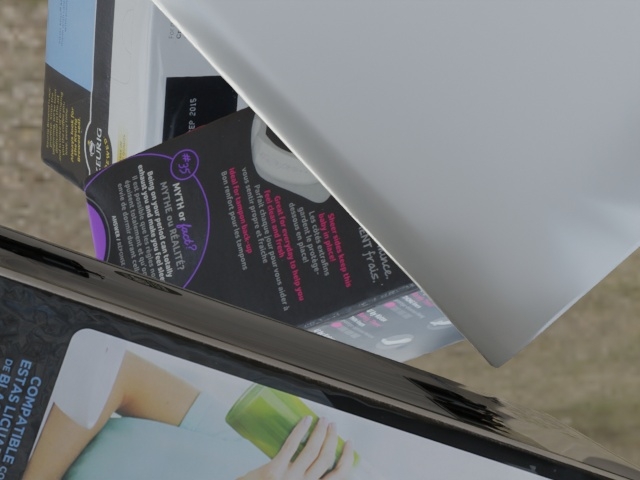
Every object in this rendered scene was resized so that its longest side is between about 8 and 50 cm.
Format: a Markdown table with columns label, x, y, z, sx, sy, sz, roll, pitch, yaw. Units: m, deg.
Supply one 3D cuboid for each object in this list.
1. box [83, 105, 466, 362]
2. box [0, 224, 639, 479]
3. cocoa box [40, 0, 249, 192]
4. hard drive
| label | x | y | z | sx | sy | sz | roll | pitch | yaw |
| --- | --- | --- | --- | --- | --- | --- | --- | --- | --- |
| box | 0.000 | 0.000 | 1.129 | 0.270 | 0.165 | 0.143 | -21 | 157 | 20 |
| box | -0.033 | 0.072 | 0.593 | 0.290 | 0.087 | 0.169 | 20 | -179 | -13 |
| cocoa box | -0.105 | -0.210 | 1.535 | 0.231 | 0.347 | 0.228 | -5 | -159 | -31 |
| hard drive | 0.038 | -0.131 | 0.646 | 0.203 | 0.307 | 0.040 | -42 | -176 | 10 |
